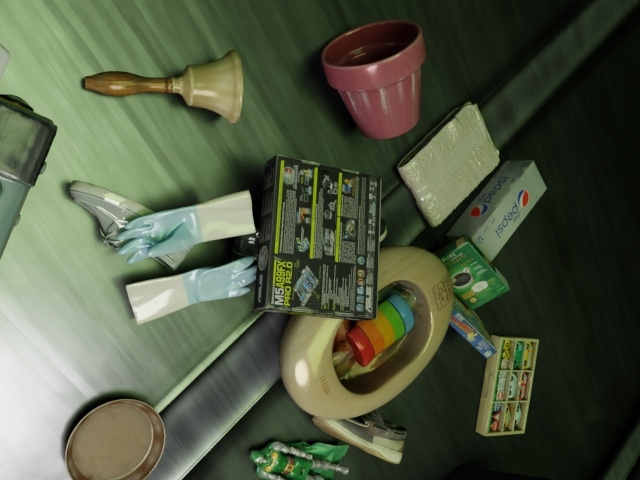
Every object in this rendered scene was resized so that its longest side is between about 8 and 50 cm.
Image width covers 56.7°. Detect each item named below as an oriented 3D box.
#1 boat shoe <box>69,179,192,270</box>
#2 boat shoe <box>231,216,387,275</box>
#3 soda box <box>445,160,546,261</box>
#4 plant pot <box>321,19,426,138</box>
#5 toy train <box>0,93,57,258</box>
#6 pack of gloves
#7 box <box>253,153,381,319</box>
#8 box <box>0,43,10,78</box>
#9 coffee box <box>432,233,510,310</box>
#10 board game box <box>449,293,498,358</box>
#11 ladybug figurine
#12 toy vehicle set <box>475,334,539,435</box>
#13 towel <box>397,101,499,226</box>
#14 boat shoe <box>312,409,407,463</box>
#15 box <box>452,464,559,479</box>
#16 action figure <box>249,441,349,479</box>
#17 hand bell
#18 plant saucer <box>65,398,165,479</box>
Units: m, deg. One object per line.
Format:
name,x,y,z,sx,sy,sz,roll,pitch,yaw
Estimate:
boat shoe,-0.314,-0.018,0.976,0.227,0.079,0.081,34,72,-36
boat shoe,-0.015,-0.028,1.152,0.340,0.127,0.113,-12,114,-23
soda box,0.440,-0.073,1.476,0.286,0.091,0.098,-48,120,-20
plant pot,0.119,-0.311,1.180,0.201,0.201,0.180,-40,131,-24
toy train,-0.469,-0.048,0.799,0.142,0.190,0.333,26,81,-33
pack of gloves,-0.210,0.037,0.988,0.232,0.046,0.195,-16,119,-17
box,0.000,0.000,1.059,0.216,0.060,0.270,8,77,-25
box,-0.560,-0.221,0.612,0.346,0.215,0.168,19,84,-1
coffee box,0.351,0.077,1.404,0.184,0.113,0.040,42,29,-23
board game box,0.334,0.179,1.413,0.035,0.136,0.201,-39,123,16
ladybug figurine,0.092,0.173,1.225,0.449,0.162,0.305,-29,110,-28
toy vehicle set,0.510,0.392,1.613,0.166,0.035,0.266,8,91,-34
towel,0.312,-0.183,1.402,0.282,0.049,0.187,-45,117,-22
boat shoe,0.094,0.406,1.297,0.285,0.103,0.092,37,70,-36
box,0.408,0.862,1.341,0.480,0.298,0.471,-25,110,-59
action figure,-0.049,0.469,1.230,0.232,0.063,0.137,26,84,-30
hand bell,-0.261,-0.260,0.985,0.242,0.126,0.126,-3,97,-22
plant saucer,-0.354,0.352,1.024,0.169,0.029,0.168,-4,98,-35
